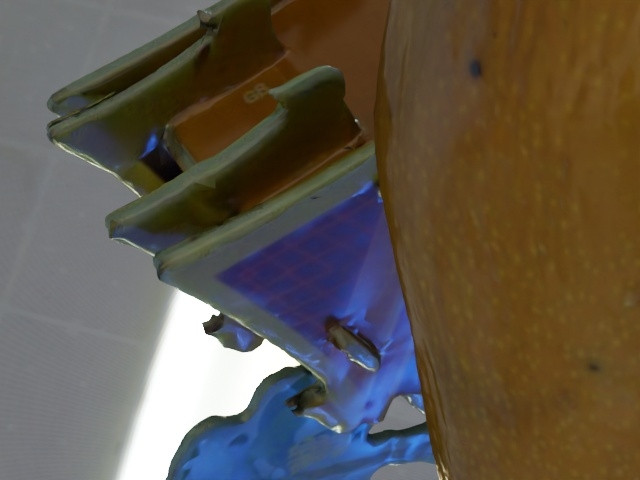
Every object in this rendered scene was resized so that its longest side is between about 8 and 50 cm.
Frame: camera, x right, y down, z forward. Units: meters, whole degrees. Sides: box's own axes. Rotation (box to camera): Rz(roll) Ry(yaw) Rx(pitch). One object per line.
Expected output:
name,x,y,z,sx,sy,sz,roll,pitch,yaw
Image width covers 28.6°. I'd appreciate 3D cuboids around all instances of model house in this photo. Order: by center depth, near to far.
model house,0.000,0.000,0.659,0.242,0.313,0.357,54,-44,42

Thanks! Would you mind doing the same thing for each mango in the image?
mango,0.101,-0.012,0.373,0.187,0.144,0.359,22,-61,32
